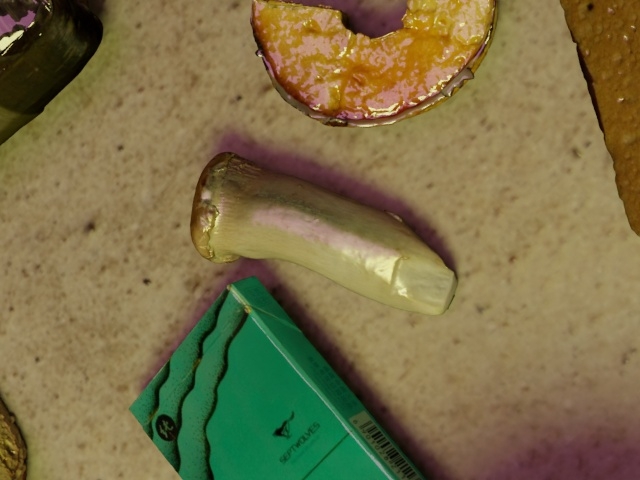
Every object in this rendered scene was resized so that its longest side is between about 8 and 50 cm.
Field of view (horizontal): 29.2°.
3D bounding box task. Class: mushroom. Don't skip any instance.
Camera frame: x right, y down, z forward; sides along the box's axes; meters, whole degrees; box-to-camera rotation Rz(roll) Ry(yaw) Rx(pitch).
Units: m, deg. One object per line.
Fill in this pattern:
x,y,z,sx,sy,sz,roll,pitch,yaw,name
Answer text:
0.000,0.000,0.912,0.209,0.071,0.084,19,69,17,mushroom

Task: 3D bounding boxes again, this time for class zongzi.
-0.355,-0.196,1.026,0.289,0.154,0.317,-38,71,12,zongzi

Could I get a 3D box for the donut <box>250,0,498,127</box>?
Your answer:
0.050,-0.152,0.886,0.181,0.078,0.146,-35,79,14,donut

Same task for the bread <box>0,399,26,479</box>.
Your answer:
-0.298,0.211,1.047,0.119,0.067,0.192,23,99,28,bread

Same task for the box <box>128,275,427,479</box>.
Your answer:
-0.031,0.161,0.929,0.226,0.042,0.161,49,121,15,box

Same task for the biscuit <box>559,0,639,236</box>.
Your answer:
0.224,-0.123,0.806,0.131,0.025,0.230,-21,82,55,biscuit
